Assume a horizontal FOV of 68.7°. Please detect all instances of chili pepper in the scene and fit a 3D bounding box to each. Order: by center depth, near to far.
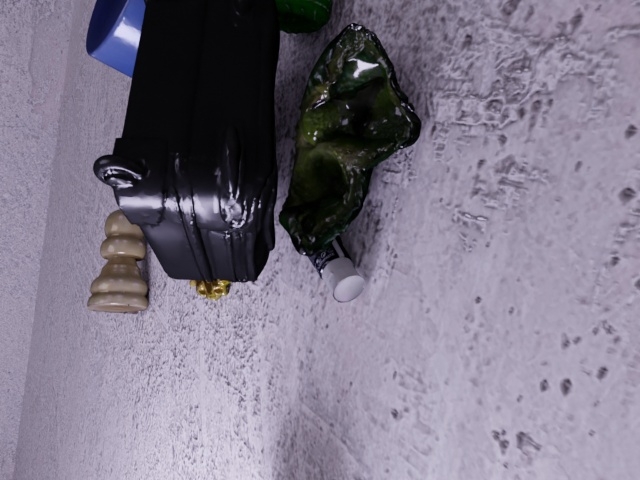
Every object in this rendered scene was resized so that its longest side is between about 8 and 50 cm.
[{"bbox_3d":[0.030,-0.117,0.579,0.148,0.116,0.264,-141,63,-63],"label":"chili pepper"}]

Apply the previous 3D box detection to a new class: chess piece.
[{"bbox_3d":[-0.498,0.047,1.172,0.143,0.143,0.260,-22,65,47],"label":"chess piece"}]

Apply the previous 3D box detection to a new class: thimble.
[{"bbox_3d":[-0.043,-0.358,0.678,0.130,0.118,0.090,-142,58,-75],"label":"thimble"}]

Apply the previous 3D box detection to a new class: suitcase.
[{"bbox_3d":[-0.152,-0.133,0.647,0.339,0.189,0.344,107,161,-64],"label":"suitcase"}]

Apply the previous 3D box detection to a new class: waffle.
[{"bbox_3d":[-0.209,0.021,0.892,0.191,0.038,0.190,-6,82,50],"label":"waffle"}]

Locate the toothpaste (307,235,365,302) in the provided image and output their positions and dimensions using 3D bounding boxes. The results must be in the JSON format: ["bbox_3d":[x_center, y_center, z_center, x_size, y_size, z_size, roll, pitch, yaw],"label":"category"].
[{"bbox_3d":[0.000,0.000,0.644,0.071,0.045,0.193,-55,41,20],"label":"toothpaste"}]

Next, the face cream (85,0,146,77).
[{"bbox_3d":[-0.247,-0.381,0.817,0.249,0.225,0.248,-18,63,41],"label":"face cream"}]
